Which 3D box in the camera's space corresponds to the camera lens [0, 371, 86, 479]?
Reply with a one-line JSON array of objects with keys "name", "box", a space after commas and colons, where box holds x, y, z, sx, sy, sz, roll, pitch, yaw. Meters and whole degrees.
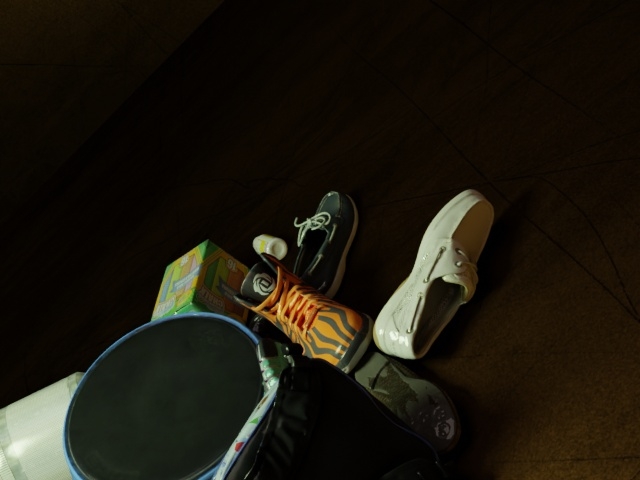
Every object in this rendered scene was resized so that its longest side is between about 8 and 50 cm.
[{"name": "camera lens", "box": [-0.488, 0.382, 2.079, 0.274, 0.219, 0.219, -26, 28, -4]}]

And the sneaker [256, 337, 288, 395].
[{"name": "sneaker", "box": [-0.065, 0.254, 1.753, 0.098, 0.083, 0.223, -48, 48, 24]}]

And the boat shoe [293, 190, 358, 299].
[{"name": "boat shoe", "box": [0.000, 0.000, 2.022, 0.095, 0.079, 0.254, -26, 36, 41]}]

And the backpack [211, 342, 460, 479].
[{"name": "backpack", "box": [-0.016, 0.313, 1.459, 0.263, 0.276, 0.213, -50, -3, -22]}]

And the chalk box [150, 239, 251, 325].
[{"name": "chalk box", "box": [-0.223, 0.132, 2.148, 0.132, 0.132, 0.213, -31, 34, 34]}]

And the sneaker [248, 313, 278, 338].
[{"name": "sneaker", "box": [-0.120, 0.203, 1.996, 0.170, 0.051, 0.089, -50, 27, 12]}]

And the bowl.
[{"name": "bowl", "box": [-0.241, 0.280, 1.874, 0.391, 0.077, 0.391, -13, 45, 13]}]

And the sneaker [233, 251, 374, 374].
[{"name": "sneaker", "box": [-0.041, 0.115, 1.782, 0.124, 0.180, 0.321, -56, 17, -7]}]

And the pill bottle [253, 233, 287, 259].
[{"name": "pill bottle", "box": [-0.099, 0.011, 2.200, 0.043, 0.043, 0.083, -56, 27, -9]}]

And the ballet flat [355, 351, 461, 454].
[{"name": "ballet flat", "box": [0.127, 0.225, 1.587, 0.084, 0.058, 0.250, -54, 32, -2]}]

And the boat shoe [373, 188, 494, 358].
[{"name": "boat shoe", "box": [0.187, 0.055, 1.659, 0.096, 0.098, 0.277, 17, 73, 53]}]
